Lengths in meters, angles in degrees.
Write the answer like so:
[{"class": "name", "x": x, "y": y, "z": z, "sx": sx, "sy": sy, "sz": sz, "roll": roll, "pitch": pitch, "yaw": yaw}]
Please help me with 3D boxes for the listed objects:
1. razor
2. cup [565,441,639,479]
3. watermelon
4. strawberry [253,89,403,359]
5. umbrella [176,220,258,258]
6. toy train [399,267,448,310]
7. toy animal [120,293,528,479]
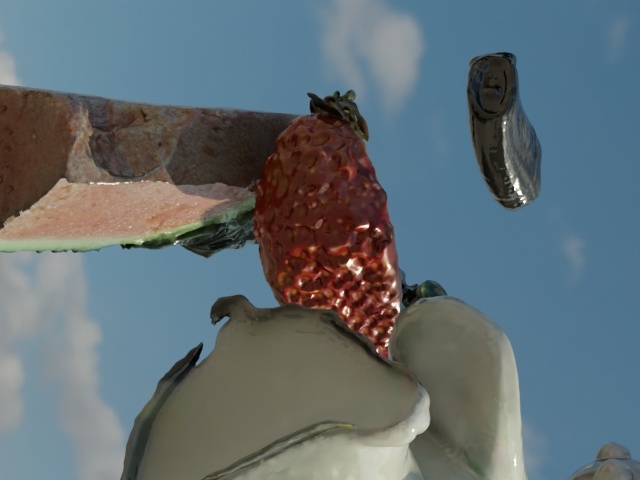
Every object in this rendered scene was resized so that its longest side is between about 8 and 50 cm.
[{"class": "razor", "x": 0.164, "y": -0.099, "z": 1.401, "sx": 0.148, "sy": 0.054, "sz": 0.090, "roll": 63, "pitch": 25, "yaw": -51}, {"class": "cup", "x": 0.287, "y": 0.273, "z": 1.395, "sx": 0.134, "sy": 0.173, "sz": 0.142, "roll": -109, "pitch": -140, "yaw": -76}, {"class": "watermelon", "x": -0.164, "y": -0.058, "z": 1.292, "sx": 0.226, "sy": 0.318, "sz": 0.148, "roll": 164, "pitch": -70, "yaw": -84}, {"class": "strawberry", "x": 0.001, "y": 0.001, "z": 1.255, "sx": 0.175, "sy": 0.106, "sz": 0.236, "roll": -173, "pitch": -109, "yaw": -85}, {"class": "umbrella", "x": -0.085, "y": -0.011, "z": 1.612, "sx": 0.050, "sy": 0.188, "sz": 0.046, "roll": -114, "pitch": -148, "yaw": -44}, {"class": "toy train", "x": 0.043, "y": 0.123, "z": 1.564, "sx": 0.112, "sy": 0.163, "sz": 0.203, "roll": 47, "pitch": -50, "yaw": -7}, {"class": "toy animal", "x": 0.006, "y": 0.157, "z": 0.953, "sx": 0.174, "sy": 0.249, "sz": 0.289, "roll": -97, "pitch": 176, "yaw": -49}]
